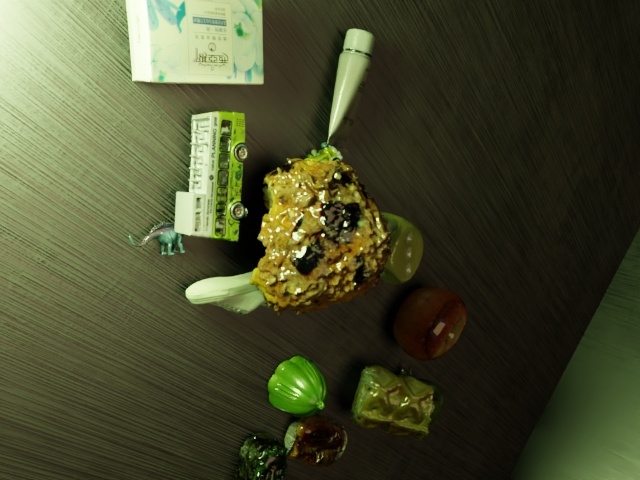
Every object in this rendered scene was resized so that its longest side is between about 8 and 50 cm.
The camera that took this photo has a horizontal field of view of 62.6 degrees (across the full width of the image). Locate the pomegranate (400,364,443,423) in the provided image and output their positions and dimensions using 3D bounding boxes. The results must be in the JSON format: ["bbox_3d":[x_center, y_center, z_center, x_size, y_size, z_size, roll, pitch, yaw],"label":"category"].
[{"bbox_3d":[0.350,0.572,1.944,0.181,0.181,0.224,-33,96,-28],"label":"pomegranate"}]

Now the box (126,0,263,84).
[{"bbox_3d":[-0.264,-0.444,1.135,0.274,0.116,0.203,-11,111,-37],"label":"box"}]

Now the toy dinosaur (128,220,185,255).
[{"bbox_3d":[-0.359,-0.005,1.245,0.197,0.045,0.080,-13,102,-45],"label":"toy dinosaur"}]

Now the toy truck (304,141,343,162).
[{"bbox_3d":[0.007,-0.227,1.468,0.111,0.076,0.077,-36,104,-27],"label":"toy truck"}]

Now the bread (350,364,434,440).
[{"bbox_3d":[0.242,0.546,1.767,0.252,0.196,0.239,10,94,-3],"label":"bread"}]

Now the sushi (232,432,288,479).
[{"bbox_3d":[-0.176,0.696,1.563,0.124,0.127,0.225,13,93,-41],"label":"sushi"}]

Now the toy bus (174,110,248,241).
[{"bbox_3d":[-0.253,-0.150,1.233,0.139,0.113,0.302,1,96,-40],"label":"toy bus"}]

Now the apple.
[{"bbox_3d":[0.382,0.289,1.853,0.272,0.206,0.251,-57,141,-7],"label":"apple"}]

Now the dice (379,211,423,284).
[{"bbox_3d":[0.206,0.024,1.628,0.166,0.169,0.169,44,68,-46],"label":"dice"}]

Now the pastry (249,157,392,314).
[{"bbox_3d":[0.004,-0.011,1.316,0.337,0.292,0.405,7,76,-2],"label":"pastry"}]

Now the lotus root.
[{"bbox_3d":[-0.041,0.458,1.573,0.186,0.186,0.186,-13,112,-36],"label":"lotus root"}]

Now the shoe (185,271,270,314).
[{"bbox_3d":[-0.224,0.152,1.374,0.265,0.095,0.110,-11,111,-40],"label":"shoe"}]

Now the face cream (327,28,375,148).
[{"bbox_3d":[0.076,-0.415,1.453,0.143,0.089,0.314,-15,121,-68],"label":"face cream"}]

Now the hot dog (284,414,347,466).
[{"bbox_3d":[-0.010,0.661,1.721,0.270,0.082,0.163,37,81,-42],"label":"hot dog"}]
